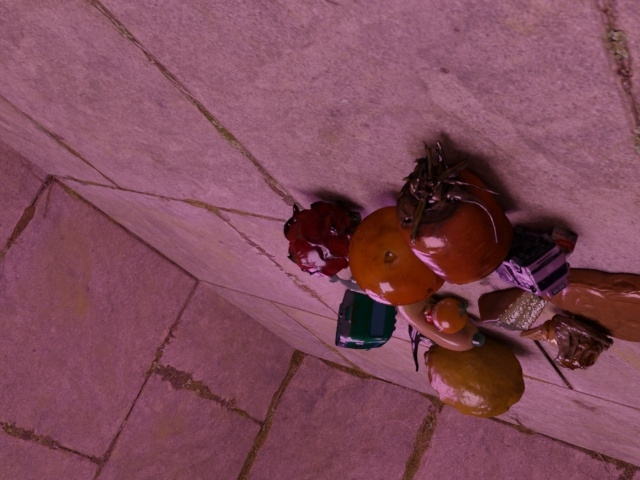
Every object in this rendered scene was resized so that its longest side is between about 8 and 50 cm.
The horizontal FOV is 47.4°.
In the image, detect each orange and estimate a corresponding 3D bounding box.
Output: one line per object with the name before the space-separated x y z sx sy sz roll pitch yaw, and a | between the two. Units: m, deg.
orange | 0.182 0.034 1.696 0.239 0.240 0.240 23 163 7

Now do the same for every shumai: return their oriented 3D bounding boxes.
shumai | 0.610 0.255 1.748 0.145 0.116 0.145 29 172 5

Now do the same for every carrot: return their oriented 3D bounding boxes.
carrot | 0.254 -0.038 1.422 0.331 0.193 0.214 44 -173 -41

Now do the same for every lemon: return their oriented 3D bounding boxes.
lemon | 0.501 0.434 2.388 0.316 0.286 0.285 30 164 4

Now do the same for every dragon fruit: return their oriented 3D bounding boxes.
dragon fruit | 0.000 0.000 1.900 0.274 0.193 0.192 -30 122 37

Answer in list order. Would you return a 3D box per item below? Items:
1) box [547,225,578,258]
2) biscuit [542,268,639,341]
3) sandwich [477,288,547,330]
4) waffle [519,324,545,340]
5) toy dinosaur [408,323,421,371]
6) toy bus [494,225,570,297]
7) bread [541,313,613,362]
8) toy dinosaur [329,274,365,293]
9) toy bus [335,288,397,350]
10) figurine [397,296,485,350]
box | 0.490 0.030 1.564 0.055 0.040 0.218 22 163 7
biscuit | 0.674 0.159 1.663 0.351 0.057 0.312 8 155 45
sandwich | 0.502 0.188 1.944 0.094 0.096 0.258 22 166 -8
waffle | 0.652 0.285 2.127 0.097 0.023 0.153 27 162 -2
toy dinosaur | 0.321 0.333 2.486 0.087 0.179 0.187 19 160 18
toy bus | 0.421 0.045 1.498 0.108 0.096 0.199 57 173 -15
bread | 0.656 0.246 1.864 0.177 0.084 0.119 22 -156 17
toy dinosaur | 0.119 0.121 2.316 0.205 0.092 0.393 20 161 4
toy bus | 0.154 0.283 2.546 0.199 0.184 0.343 6 168 0
figurine | 0.362 0.233 2.228 0.324 0.124 0.222 39 159 -28
